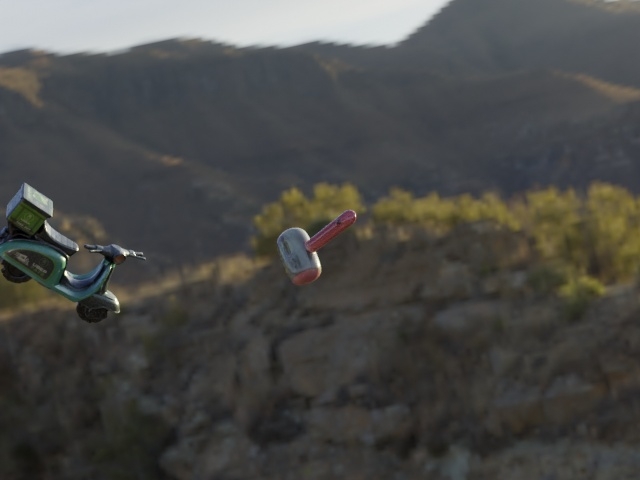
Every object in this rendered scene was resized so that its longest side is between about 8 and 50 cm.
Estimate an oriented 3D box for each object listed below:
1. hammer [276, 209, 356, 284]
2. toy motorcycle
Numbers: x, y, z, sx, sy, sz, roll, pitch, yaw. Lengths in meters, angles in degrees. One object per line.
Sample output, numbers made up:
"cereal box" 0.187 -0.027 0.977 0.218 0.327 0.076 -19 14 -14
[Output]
"hammer" 0.000 0.000 1.284 0.083 0.052 0.031 -37 -27 25
"toy motorcycle" -0.280 0.021 1.626 0.100 0.173 0.058 -47 24 16
